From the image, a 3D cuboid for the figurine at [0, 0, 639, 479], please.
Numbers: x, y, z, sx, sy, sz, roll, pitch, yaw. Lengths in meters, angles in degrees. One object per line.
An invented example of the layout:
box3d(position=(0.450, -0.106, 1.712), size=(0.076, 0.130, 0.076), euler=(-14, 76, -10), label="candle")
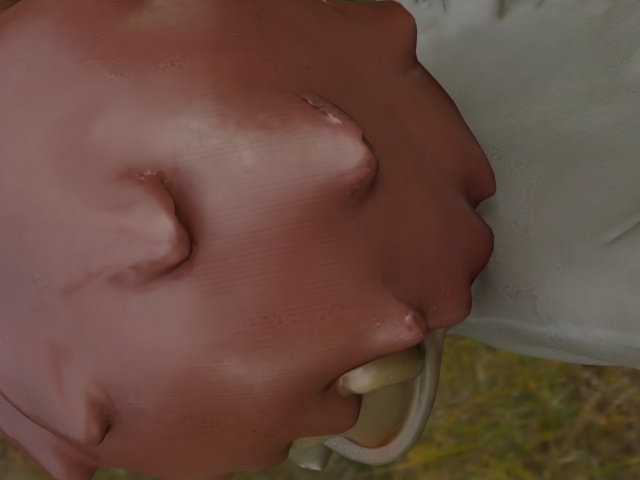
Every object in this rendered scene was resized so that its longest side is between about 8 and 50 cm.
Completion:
box3d(position=(0.000, 0.000, 0.548), size=(0.207, 0.387, 0.166), euler=(-124, 34, -47), label="figurine")
